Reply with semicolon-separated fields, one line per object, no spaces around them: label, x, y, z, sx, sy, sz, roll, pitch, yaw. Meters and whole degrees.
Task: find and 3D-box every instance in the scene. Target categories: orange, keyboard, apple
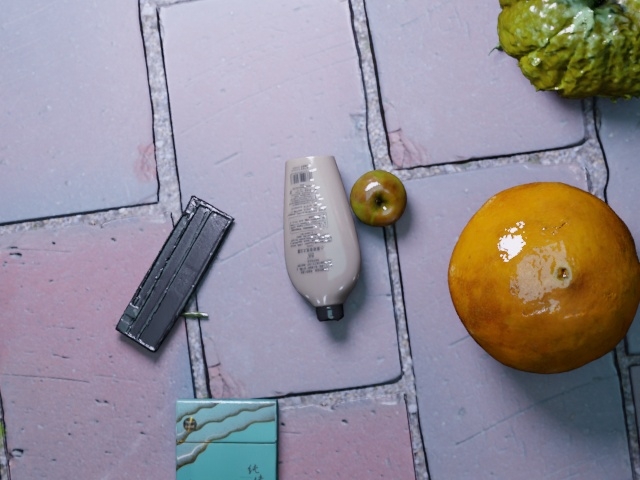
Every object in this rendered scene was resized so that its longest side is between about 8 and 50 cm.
orange;0.410;-0.343;1.543;0.301;0.223;0.300;34;96;3
keyboard;-0.230;0.055;1.670;0.087;0.017;0.250;29;87;6
orange;0.330;0.053;1.537;0.284;0.226;0.284;0;90;-3
apple;0.090;-0.064;1.629;0.089;0.074;0.089;0;91;3

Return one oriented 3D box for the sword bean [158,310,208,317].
sword bean;-0.219;0.119;1.678;0.083;0.012;0.012;-2;88;5

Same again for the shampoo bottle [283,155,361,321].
shampoo bottle;0.000;0.000;1.628;0.127;0.078;0.257;-7;87;23

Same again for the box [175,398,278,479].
box;-0.147;0.364;1.651;0.162;0.041;0.229;0;89;4
